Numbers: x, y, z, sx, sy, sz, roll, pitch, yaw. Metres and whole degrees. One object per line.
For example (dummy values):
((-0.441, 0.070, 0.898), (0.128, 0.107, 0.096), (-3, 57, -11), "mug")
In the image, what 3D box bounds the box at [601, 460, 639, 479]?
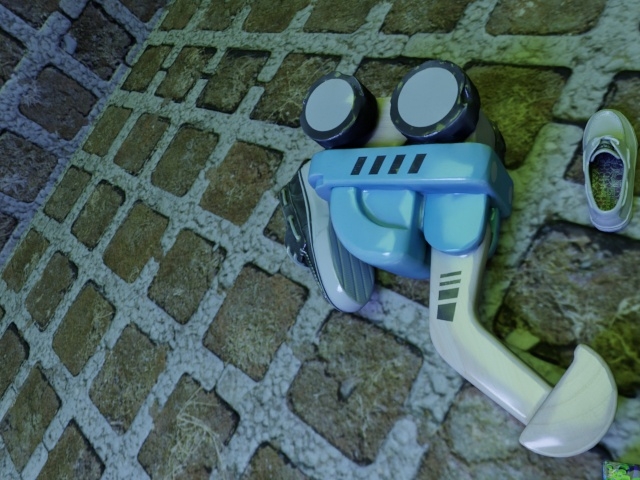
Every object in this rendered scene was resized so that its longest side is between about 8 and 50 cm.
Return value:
((0.372, 0.332, 0.323), (0.279, 0.177, 0.289), (-7, 63, 31), "box")

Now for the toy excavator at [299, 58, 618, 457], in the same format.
((0.167, 0.008, 0.641), (0.433, 0.222, 0.444), (5, 82, 33), "toy excavator")

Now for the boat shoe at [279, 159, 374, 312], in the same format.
((0.000, 0.000, 0.809), (0.119, 0.121, 0.335), (-38, 40, 23), "boat shoe")

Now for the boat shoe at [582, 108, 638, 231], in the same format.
((0.379, -0.105, 0.617), (0.066, 0.063, 0.184), (4, 70, 36), "boat shoe")
